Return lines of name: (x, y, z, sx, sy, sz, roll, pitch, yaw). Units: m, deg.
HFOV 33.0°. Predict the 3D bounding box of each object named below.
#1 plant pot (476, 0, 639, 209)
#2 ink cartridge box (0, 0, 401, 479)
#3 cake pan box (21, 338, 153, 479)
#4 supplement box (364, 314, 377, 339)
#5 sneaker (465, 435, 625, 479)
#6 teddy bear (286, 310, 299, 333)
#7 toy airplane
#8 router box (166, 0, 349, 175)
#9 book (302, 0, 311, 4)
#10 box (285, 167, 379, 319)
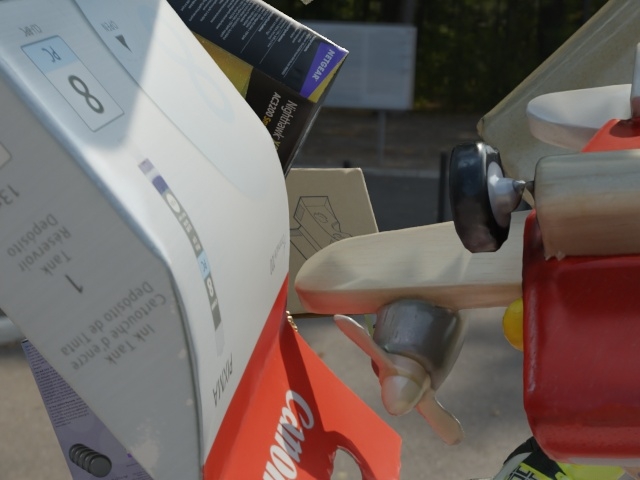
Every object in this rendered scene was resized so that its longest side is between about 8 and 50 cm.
plant pot: (0.368, -0.135, 1.277, 0.305, 0.334, 0.334, -35, 2, 11)
ink cartridge box: (-0.049, 0.025, 0.632, 0.091, 0.385, 0.308, -38, 9, 14)
cake pan box: (-0.227, 0.198, 1.368, 0.267, 0.245, 0.070, -21, 3, 26)
supplement box: (0.117, 0.114, 1.667, 0.056, 0.083, 0.083, 18, -46, -37)
sneaker: (0.315, 0.399, 1.593, 0.145, 0.385, 0.147, 39, 25, -26)
teddy bear: (-0.161, 0.052, 1.035, 0.113, 0.245, 0.338, 14, 26, -41)
toy airplane: (0.214, 0.024, 0.706, 0.384, 0.272, 0.386, -18, 16, -20)
router box: (-0.135, -0.136, 1.100, 0.243, 0.081, 0.309, 29, -34, -1)
book: (0.026, -0.411, 1.561, 0.144, 0.035, 0.096, -37, 27, 24)
box: (0.000, 0.000, 1.340, 0.164, 0.201, 0.021, -2, -28, -24)
